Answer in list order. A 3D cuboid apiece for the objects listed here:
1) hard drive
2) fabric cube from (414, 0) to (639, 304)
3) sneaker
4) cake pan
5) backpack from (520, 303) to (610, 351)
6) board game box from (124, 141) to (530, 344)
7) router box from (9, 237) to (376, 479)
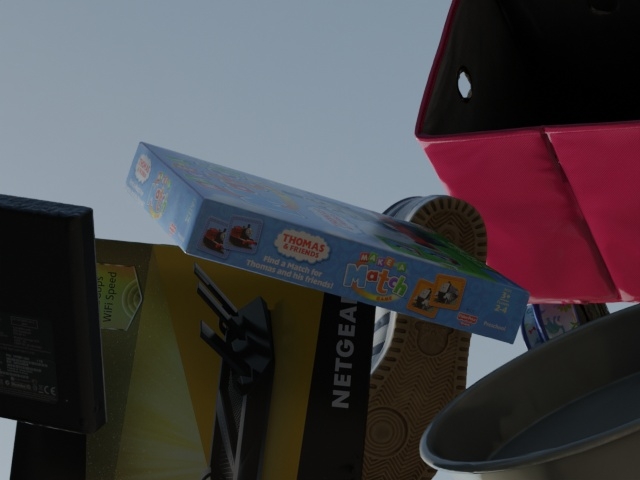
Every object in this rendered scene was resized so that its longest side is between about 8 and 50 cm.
[{"bbox_3d":[-0.171,0.040,0.999,0.022,0.094,0.135,-41,-45,-58],"label":"hard drive"},{"bbox_3d":[0.272,-0.112,1.647,0.258,0.259,0.254,58,-140,-43],"label":"fabric cube"},{"bbox_3d":[0.072,0.092,1.533,0.099,0.153,0.282,14,-85,-11],"label":"sneaker"},{"bbox_3d":[0.214,0.114,1.241,0.293,0.293,0.054,-31,-80,-35],"label":"cake pan"},{"bbox_3d":[0.255,0.090,1.805,0.114,0.084,0.105,66,-158,-16],"label":"backpack"},{"bbox_3d":[0.000,0.000,1.051,0.211,0.160,0.039,15,-81,-22],"label":"board game box"},{"bbox_3d":[-0.093,0.160,1.221,0.081,0.243,0.309,104,171,-77],"label":"router box"}]
